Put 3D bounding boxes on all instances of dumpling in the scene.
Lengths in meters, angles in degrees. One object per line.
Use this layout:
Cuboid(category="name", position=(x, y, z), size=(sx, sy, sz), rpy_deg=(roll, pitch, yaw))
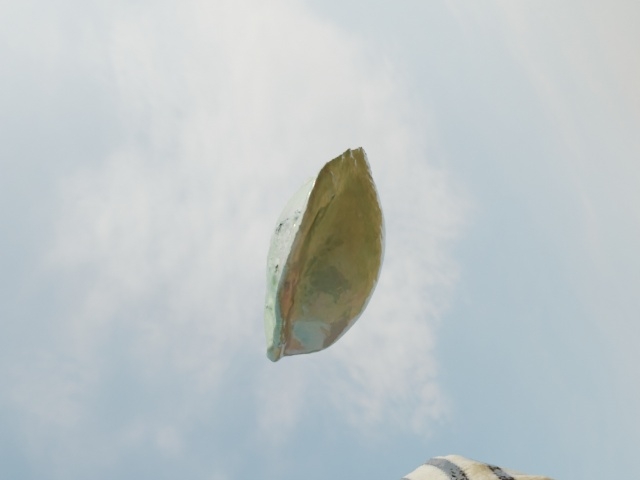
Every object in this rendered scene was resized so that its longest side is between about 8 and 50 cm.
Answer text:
Cuboid(category="dumpling", position=(-0.006, 0.002, 0.572), size=(0.149, 0.104, 0.217), rpy_deg=(47, -121, -39))

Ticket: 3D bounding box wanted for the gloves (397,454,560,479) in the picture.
Cuboid(category="gloves", position=(0.166, 0.267, 0.607), size=(0.218, 0.140, 0.131), rpy_deg=(-14, -109, -10))
